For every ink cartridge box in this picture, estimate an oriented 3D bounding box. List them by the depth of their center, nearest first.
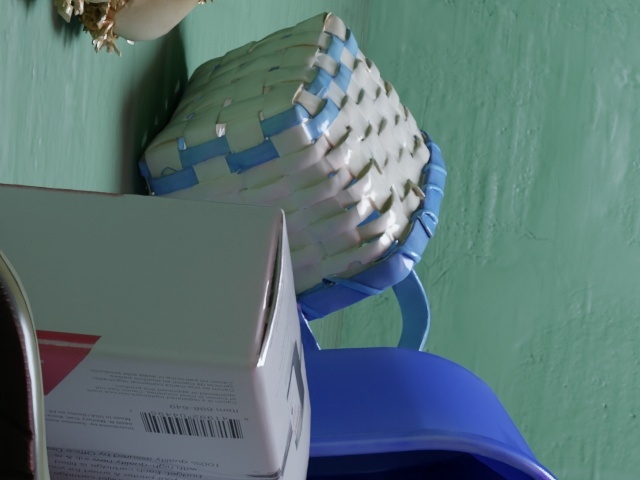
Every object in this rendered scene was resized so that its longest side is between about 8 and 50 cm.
[{"bbox_3d":[-0.091,0.068,0.839,0.218,0.158,0.092,85,12,-58],"label":"ink cartridge box"}]

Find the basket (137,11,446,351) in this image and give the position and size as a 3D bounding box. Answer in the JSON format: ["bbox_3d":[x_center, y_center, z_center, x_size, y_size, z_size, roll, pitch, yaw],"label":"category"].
[{"bbox_3d":[0.000,0.000,1.234,0.289,0.201,0.255,59,21,-19],"label":"basket"}]

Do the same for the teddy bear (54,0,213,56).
[{"bbox_3d":[-0.088,-0.267,0.918,0.245,0.113,0.338,-25,128,-74],"label":"teddy bear"}]

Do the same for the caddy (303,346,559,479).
[{"bbox_3d":[-0.005,0.204,1.032,0.179,0.341,0.241,-109,-162,-61],"label":"caddy"}]

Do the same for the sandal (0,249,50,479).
[{"bbox_3d":[-0.148,0.139,0.637,0.086,0.120,0.303,-149,-116,-82],"label":"sandal"}]
